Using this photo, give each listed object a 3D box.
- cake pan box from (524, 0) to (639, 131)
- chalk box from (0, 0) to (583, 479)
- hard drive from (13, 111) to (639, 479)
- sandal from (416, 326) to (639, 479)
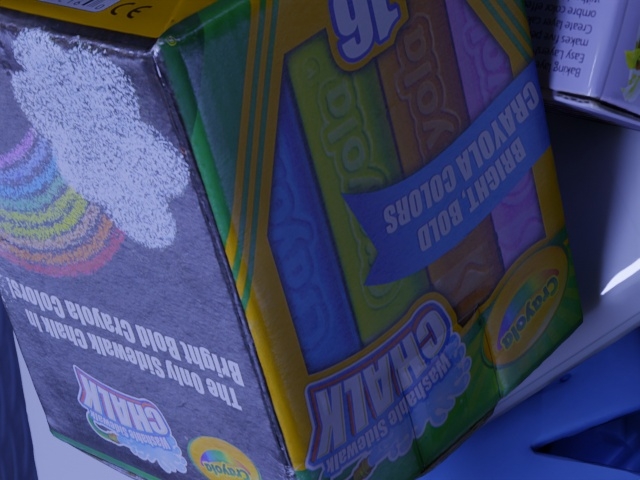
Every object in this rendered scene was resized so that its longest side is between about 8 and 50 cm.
[{"bbox_3d":[0.042,-0.176,0.572,0.267,0.070,0.246,15,90,45],"label":"cake pan box"},{"bbox_3d":[-0.014,-0.002,0.499,0.132,0.132,0.213,17,133,42],"label":"chalk box"},{"bbox_3d":[0.000,0.000,0.633,0.307,0.040,0.203,-37,51,26],"label":"hard drive"},{"bbox_3d":[0.085,0.081,0.626,0.317,0.138,0.126,51,139,27],"label":"sandal"}]
